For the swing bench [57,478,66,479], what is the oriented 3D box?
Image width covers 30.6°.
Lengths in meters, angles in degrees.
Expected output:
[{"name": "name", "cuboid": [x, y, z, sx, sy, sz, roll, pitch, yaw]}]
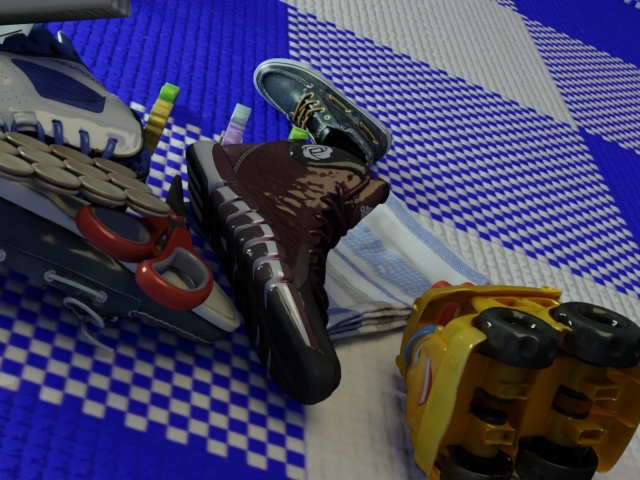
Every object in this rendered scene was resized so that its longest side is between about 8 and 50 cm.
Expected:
[{"name": "swing bench", "cuboid": [-0.293, 0.135, 0.509, 0.254, 0.165, 0.253, 41, 29, 13]}]

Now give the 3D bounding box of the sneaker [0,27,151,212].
[{"name": "sneaker", "cuboid": [-0.242, -0.084, 0.954, 0.182, 0.127, 0.315, 34, 26, 15]}]

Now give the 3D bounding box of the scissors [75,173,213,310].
[{"name": "scissors", "cuboid": [-0.113, -0.004, 0.932, 0.109, 0.021, 0.297, 35, 11, 1]}]

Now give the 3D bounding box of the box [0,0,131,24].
[{"name": "box", "cuboid": [-0.324, -0.240, 0.977, 0.311, 0.121, 0.148, -4, 8, -3]}]

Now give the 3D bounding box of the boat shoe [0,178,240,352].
[{"name": "boat shoe", "cuboid": [-0.178, 0.020, 0.882, 0.254, 0.079, 0.095, 31, 10, -26]}]

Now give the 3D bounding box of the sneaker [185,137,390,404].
[{"name": "sneaker", "cuboid": [0.000, 0.000, 0.984, 0.162, 0.106, 0.281, -15, 52, -18]}]

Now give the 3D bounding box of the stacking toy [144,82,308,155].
[{"name": "stacking toy", "cuboid": [-0.088, -0.109, 1.180, 0.167, 0.052, 0.221, 21, 18, -8]}]

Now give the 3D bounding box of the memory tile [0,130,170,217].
[{"name": "memory tile", "cuboid": [-0.189, -0.052, 0.854, 0.148, 0.012, 0.113, 16, 14, -36]}]

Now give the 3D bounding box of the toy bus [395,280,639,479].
[{"name": "toy bus", "cuboid": [0.141, 0.099, 0.995, 0.220, 0.149, 0.211, 3, 24, -35]}]

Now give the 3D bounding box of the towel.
[{"name": "towel", "cuboid": [0.025, 0.011, 1.139, 0.285, 0.034, 0.209, -8, 44, -49]}]

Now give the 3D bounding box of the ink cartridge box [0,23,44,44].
[{"name": "ink cartridge box", "cuboid": [-0.375, -0.220, 1.101, 0.207, 0.046, 0.097, 25, 66, -6]}]

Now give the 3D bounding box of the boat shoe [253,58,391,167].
[{"name": "boat shoe", "cuboid": [-0.005, -0.145, 1.338, 0.183, 0.065, 0.083, 32, 26, 5]}]
